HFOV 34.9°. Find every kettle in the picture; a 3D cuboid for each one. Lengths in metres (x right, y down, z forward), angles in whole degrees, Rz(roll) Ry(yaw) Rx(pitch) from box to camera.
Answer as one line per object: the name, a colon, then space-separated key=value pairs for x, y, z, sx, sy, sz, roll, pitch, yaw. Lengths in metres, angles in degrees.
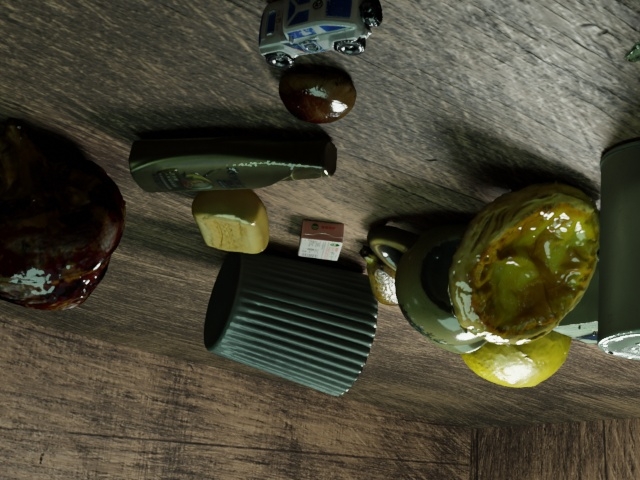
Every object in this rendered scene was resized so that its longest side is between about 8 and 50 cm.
kettle: x=0.537 y=0.008 z=1.576 sx=0.205 sy=0.318 sz=0.265 roll=2 pitch=160 yaw=13

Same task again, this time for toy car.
toy car: x=-0.003 y=-0.273 z=1.271 sx=0.171 sy=0.080 sz=0.070 roll=-5 pitch=159 yaw=29

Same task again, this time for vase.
vase: x=0.234 y=0.075 z=2.078 sx=0.329 sy=0.241 sz=0.302 roll=36 pitch=170 yaw=10

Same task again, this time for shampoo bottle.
shampoo bottle: x=-0.147 y=-0.133 z=1.736 sx=0.350 sy=0.084 sz=0.125 roll=-1 pitch=159 yaw=16

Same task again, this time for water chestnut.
water chestnut: x=-0.504 y=-0.051 z=1.820 sx=0.335 sy=0.347 sz=0.335 roll=3 pitch=-154 yaw=-2

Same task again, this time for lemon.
lemon: x=0.437 y=0.208 z=2.316 sx=0.260 sy=0.260 sz=0.284 roll=-7 pitch=144 yaw=34

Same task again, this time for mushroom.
mushroom: x=-0.005 y=-0.211 z=1.508 sx=0.123 sy=0.052 sz=0.123 roll=2 pitch=160 yaw=1

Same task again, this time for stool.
stool: x=-0.076 y=0.177 z=2.351 sx=0.330 sy=0.297 sz=0.297 roll=17 pitch=159 yaw=-17

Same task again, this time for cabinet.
cabinet: x=0.606 y=0.138 z=2.213 sx=0.206 sy=0.150 sz=0.145 roll=21 pitch=156 yaw=-41

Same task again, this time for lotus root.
lotus root: x=0.146 y=0.072 z=2.244 sx=0.094 sy=0.108 sz=0.190 roll=30 pitch=167 yaw=36

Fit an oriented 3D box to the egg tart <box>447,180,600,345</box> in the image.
egg tart: x=0.352 y=0.031 z=1.825 sx=0.341 sy=0.341 sz=0.132 roll=20 pitch=-169 yaw=-37

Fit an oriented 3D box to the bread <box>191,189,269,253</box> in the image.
bread: x=-0.170 y=-0.048 z=1.970 sx=0.147 sy=0.098 sz=0.217 roll=7 pitch=159 yaw=0

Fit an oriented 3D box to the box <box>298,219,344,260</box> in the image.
box: x=0.000 y=0.000 z=2.149 sx=0.089 sy=0.043 sz=0.125 roll=7 pitch=161 yaw=-4

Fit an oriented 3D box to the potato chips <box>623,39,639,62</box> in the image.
potato chips: x=0.470 y=-0.262 z=1.206 sx=0.228 sy=0.059 sz=0.167 roll=0 pitch=155 yaw=33

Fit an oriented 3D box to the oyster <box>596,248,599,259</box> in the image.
oyster: x=0.653 y=-0.019 z=1.758 sx=0.158 sy=0.162 sz=0.351 roll=35 pitch=136 yaw=-29
